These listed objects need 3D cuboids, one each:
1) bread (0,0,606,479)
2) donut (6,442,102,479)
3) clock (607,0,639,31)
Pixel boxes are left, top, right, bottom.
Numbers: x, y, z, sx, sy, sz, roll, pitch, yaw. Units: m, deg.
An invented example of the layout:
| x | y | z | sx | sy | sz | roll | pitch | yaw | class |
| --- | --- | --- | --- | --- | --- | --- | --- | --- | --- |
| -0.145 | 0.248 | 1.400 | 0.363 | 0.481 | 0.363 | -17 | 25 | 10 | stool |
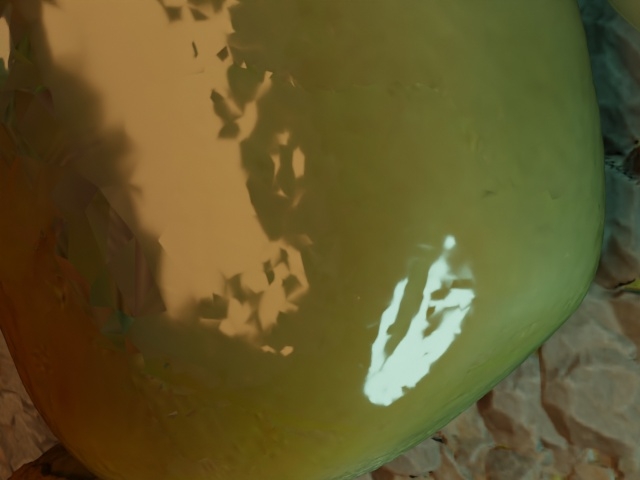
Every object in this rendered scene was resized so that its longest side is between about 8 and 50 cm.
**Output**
| x | y | z | sx | sy | sz | roll | pitch | yaw | class |
| --- | --- | --- | --- | --- | --- | --- | --- | --- | --- |
| -0.046 | -0.067 | 0.594 | 0.348 | 0.253 | 0.376 | -8 | 103 | 30 | bread |
| -0.164 | 0.296 | 0.902 | 0.330 | 0.160 | 0.330 | 13 | 109 | 40 | donut |
| 0.204 | -0.182 | 0.510 | 0.235 | 0.029 | 0.235 | 14 | 113 | 34 | clock |
